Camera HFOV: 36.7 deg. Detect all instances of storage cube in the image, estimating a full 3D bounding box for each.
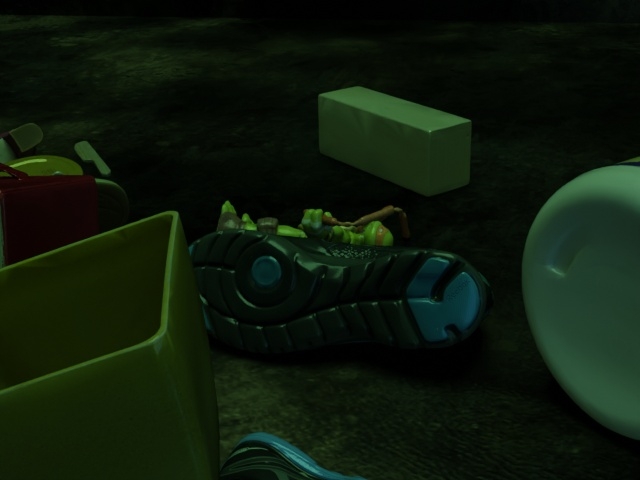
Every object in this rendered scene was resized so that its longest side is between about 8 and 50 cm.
[{"bbox_3d":[-0.327,0.036,0.895,0.183,0.215,0.193,1,8,9],"label":"storage cube"}]

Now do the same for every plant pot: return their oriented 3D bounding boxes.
[{"bbox_3d":[-0.173,0.128,0.703,0.212,0.187,0.212,-19,24,2],"label":"plant pot"}]

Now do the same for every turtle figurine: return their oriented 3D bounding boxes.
[{"bbox_3d":[0.000,0.000,1.155,0.217,0.087,0.269,2,1,18],"label":"turtle figurine"}]

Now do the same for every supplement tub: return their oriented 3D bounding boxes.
[{"bbox_3d":[0.377,0.021,0.881,0.331,0.241,0.241,-17,28,-31],"label":"supplement tub"}]

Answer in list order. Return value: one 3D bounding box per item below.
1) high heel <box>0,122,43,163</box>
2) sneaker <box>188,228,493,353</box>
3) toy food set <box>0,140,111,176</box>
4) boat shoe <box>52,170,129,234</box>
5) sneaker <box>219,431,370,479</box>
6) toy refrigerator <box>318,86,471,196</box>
[{"bbox_3d":[-0.550,-0.112,1.496,0.244,0.082,0.117,-38,9,-34],"label":"high heel"},{"bbox_3d":[0.013,0.060,1.017,0.340,0.125,0.139,6,0,20],"label":"sneaker"},{"bbox_3d":[-0.397,-0.060,1.344,0.217,0.071,0.128,-21,38,-31],"label":"toy food set"},{"bbox_3d":[-0.388,-0.029,1.222,0.285,0.105,0.089,-12,28,-22],"label":"boat shoe"},{"bbox_3d":[-0.006,0.207,0.718,0.188,0.067,0.078,16,45,37],"label":"sneaker"},{"bbox_3d":[0.112,-0.160,1.493,0.094,0.102,0.269,-18,27,-32],"label":"toy refrigerator"}]
